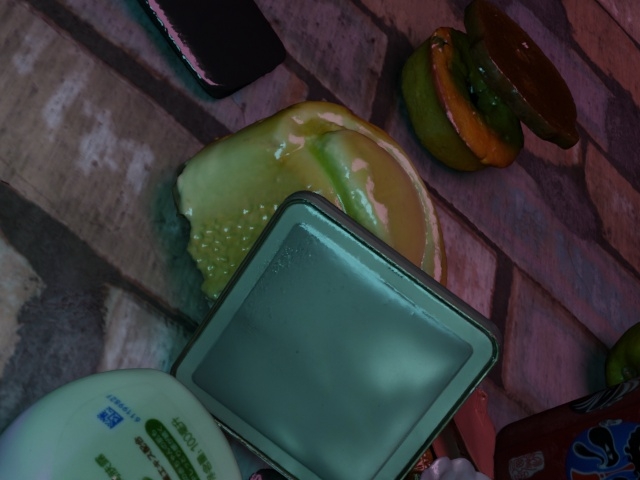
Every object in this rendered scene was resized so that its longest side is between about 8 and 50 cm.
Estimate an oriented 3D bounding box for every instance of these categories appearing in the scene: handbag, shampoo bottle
[{"bbox_3d":[0.172,0.200,1.433,0.213,0.059,0.157,67,23,-17],"label":"handbag"},{"bbox_3d":[-0.223,0.257,0.921,0.349,0.151,0.222,-35,96,-52],"label":"shampoo bottle"}]

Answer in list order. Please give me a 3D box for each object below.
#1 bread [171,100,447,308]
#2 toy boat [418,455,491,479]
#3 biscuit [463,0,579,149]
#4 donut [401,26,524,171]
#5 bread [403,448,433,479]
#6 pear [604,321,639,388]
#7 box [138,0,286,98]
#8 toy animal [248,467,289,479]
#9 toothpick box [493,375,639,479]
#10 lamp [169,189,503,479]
[{"bbox_3d":[0.000,0.000,1.264,0.211,0.270,0.316,-6,74,-67],"label":"bread"},{"bbox_3d":[0.180,0.398,1.334,0.290,0.100,0.199,50,39,-13],"label":"toy boat"},{"bbox_3d":[0.328,-0.270,1.801,0.273,0.049,0.257,36,34,-27],"label":"biscuit"},{"bbox_3d":[0.234,-0.226,1.789,0.253,0.118,0.254,30,44,-34],"label":"donut"},{"bbox_3d":[0.106,0.248,1.392,0.052,0.044,0.157,-7,71,-44],"label":"bread"},{"bbox_3d":[0.614,0.243,1.821,0.321,0.269,0.269,9,60,-31],"label":"pear"},{"bbox_3d":[-0.144,-0.292,1.456,0.201,0.042,0.212,55,37,-8],"label":"box"},{"bbox_3d":[-0.004,0.288,1.208,0.148,0.084,0.232,57,41,-3],"label":"toy animal"},{"bbox_3d":[0.423,0.295,1.489,0.204,0.333,0.204,27,48,-35],"label":"toothpick box"},{"bbox_3d":[0.010,0.123,1.133,0.269,0.266,0.047,37,16,4],"label":"lamp"}]
